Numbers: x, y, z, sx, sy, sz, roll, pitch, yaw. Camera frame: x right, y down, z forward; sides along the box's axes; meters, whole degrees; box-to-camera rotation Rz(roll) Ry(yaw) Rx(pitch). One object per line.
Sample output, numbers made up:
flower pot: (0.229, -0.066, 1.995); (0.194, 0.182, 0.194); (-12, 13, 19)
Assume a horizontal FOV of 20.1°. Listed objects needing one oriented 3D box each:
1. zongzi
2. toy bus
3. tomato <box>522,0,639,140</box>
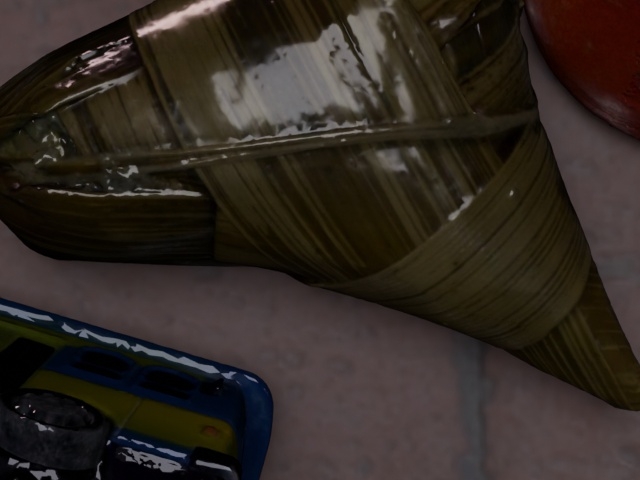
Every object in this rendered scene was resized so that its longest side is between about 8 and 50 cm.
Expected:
zongzi: (0.000, 0.000, 0.912); (0.286, 0.134, 0.288); (-24, 92, 4)
toy bus: (-0.178, 0.108, 0.867); (0.287, 0.175, 0.138); (16, 100, 2)
tomato: (0.199, -0.148, 0.933); (0.189, 0.099, 0.173); (-44, 84, -6)
